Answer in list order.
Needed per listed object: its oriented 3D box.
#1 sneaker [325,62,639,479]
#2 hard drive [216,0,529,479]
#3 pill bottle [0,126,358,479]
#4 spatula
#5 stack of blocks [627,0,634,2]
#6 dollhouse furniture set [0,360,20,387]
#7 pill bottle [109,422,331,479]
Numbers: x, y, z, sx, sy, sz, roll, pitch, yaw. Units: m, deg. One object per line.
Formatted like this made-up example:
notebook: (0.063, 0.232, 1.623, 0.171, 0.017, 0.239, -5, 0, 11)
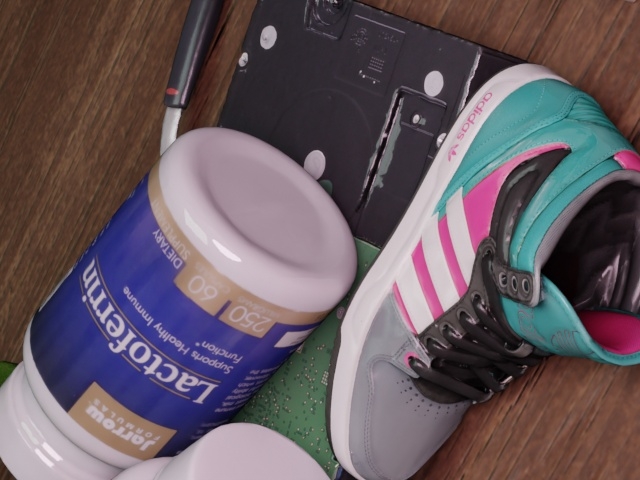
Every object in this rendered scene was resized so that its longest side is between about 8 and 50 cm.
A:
sneaker: (0.121, 0.052, 1.175, 0.178, 0.124, 0.295, 40, 110, 53)
hard drive: (0.000, 0.000, 1.347, 0.237, 0.064, 0.339, 26, 100, 46)
pill bottle: (-0.107, 0.062, 1.291, 0.264, 0.153, 0.153, -49, 51, 29)
spatula: (-0.114, -0.081, 1.507, 0.084, 0.030, 0.296, 13, 91, 46)
stack of blocks: (0.150, -0.300, 1.235, 0.171, 0.087, 0.297, -43, 54, 32)
dollhouse furniture set: (-0.280, 0.187, 1.425, 0.151, 0.301, 0.197, 13, 89, 49)
pill bottle: (-0.119, 0.243, 1.259, 0.283, 0.161, 0.161, -39, 56, 34)
